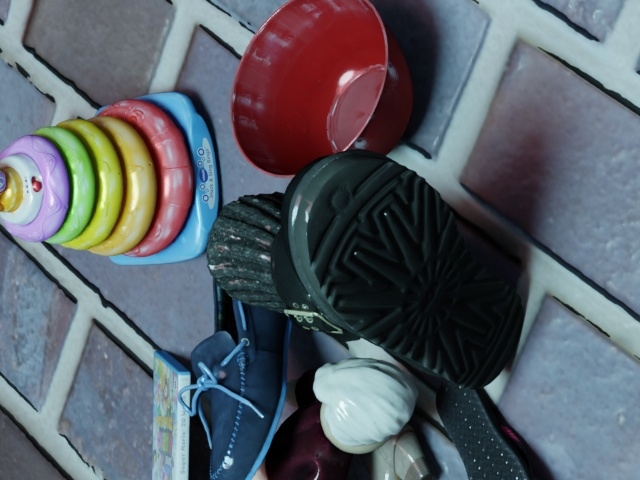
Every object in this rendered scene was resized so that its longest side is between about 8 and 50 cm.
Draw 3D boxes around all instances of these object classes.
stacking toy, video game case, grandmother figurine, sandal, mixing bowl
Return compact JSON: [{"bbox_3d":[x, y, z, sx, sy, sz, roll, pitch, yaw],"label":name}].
[{"bbox_3d":[-0.260,-0.055,1.908,0.166,0.302,0.175,-6,89,44],"label":"stacking toy"},{"bbox_3d":[-0.155,0.205,1.995,0.119,0.015,0.166,-156,66,-71],"label":"video game case"},{"bbox_3d":[-0.020,0.211,1.821,0.342,0.104,0.207,-47,36,44],"label":"grandmother figurine"},{"bbox_3d":[0.157,0.194,1.724,0.067,0.040,0.179,-47,49,30],"label":"sandal"},{"bbox_3d":[0.017,-0.128,1.760,0.181,0.098,0.181,-17,62,36],"label":"mixing bowl"}]

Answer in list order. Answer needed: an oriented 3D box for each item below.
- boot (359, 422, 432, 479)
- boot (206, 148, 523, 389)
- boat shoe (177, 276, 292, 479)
[{"bbox_3d":[0.061,0.220,1.816,0.087,0.042,0.118,50,124,36],"label":"boot"},{"bbox_3d":[-0.002,0.004,1.665,0.260,0.348,0.131,25,77,37],"label":"boot"},{"bbox_3d":[-0.087,0.124,1.824,0.109,0.089,0.258,-52,22,35],"label":"boat shoe"}]
